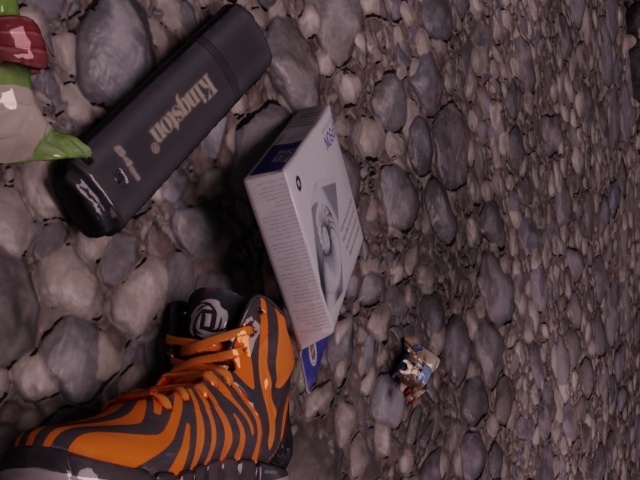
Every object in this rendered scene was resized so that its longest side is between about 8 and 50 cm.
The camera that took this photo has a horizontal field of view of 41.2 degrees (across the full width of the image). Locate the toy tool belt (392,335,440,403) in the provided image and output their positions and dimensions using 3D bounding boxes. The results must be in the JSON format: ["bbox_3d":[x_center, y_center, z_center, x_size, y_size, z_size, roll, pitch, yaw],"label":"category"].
[{"bbox_3d":[0.113,0.162,1.081,0.051,0.052,0.083,44,42,-7],"label":"toy tool belt"}]

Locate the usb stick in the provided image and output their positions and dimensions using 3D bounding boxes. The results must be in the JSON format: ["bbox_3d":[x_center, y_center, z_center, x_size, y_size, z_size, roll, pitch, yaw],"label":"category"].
[{"bbox_3d":[-0.124,-0.111,0.727,0.278,0.045,0.077,-56,134,-40],"label":"usb stick"}]

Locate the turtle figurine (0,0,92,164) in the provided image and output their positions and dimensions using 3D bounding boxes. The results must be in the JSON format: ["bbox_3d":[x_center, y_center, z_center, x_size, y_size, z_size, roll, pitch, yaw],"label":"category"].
[{"bbox_3d":[-0.163,-0.187,0.538,0.274,0.198,0.266,-17,107,-52],"label":"turtle figurine"}]

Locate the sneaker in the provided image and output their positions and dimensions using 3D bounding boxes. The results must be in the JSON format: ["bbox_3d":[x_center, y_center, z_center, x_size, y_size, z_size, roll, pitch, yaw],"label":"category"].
[{"bbox_3d":[-0.120,0.120,0.679,0.321,0.124,0.180,31,59,-64],"label":"sneaker"}]

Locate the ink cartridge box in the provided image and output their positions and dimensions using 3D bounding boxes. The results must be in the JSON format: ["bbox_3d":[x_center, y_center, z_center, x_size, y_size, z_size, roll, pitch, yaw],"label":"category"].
[{"bbox_3d":[0.000,0.000,0.850,0.223,0.045,0.224,-67,145,-63],"label":"ink cartridge box"}]
